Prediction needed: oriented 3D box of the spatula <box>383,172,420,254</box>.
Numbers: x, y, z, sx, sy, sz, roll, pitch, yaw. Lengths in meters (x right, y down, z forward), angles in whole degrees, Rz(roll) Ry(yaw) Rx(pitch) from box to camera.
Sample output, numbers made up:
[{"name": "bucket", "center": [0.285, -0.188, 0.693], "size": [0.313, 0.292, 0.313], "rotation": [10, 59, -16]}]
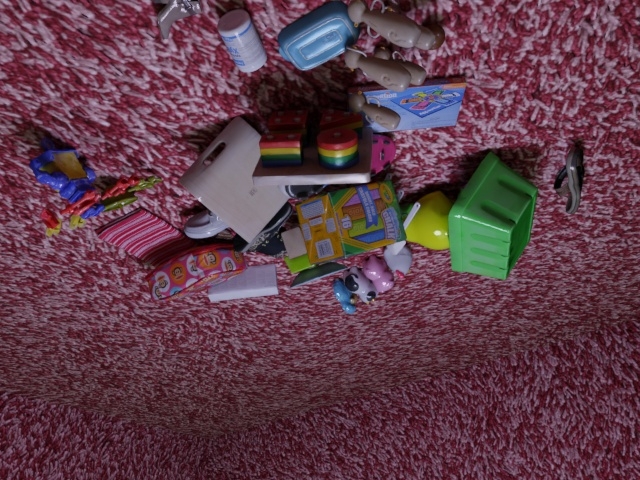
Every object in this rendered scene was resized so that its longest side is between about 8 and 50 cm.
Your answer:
[{"name": "spatula", "center": [0.210, -0.076, 1.661], "size": [0.019, 0.168, 0.242], "rotation": [-28, 157, -34]}]

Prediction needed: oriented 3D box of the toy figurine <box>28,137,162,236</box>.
[{"name": "toy figurine", "center": [-0.582, -0.173, 1.364], "size": [0.191, 0.217, 0.362], "rotation": [-35, -176, 16]}]

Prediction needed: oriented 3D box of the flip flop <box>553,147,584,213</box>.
[{"name": "flip flop", "center": [0.732, -0.177, 1.647], "size": [0.080, 0.112, 0.277], "rotation": [7, 158, 29]}]

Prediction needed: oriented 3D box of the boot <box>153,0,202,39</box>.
[{"name": "boot", "center": [-0.274, -0.445, 1.077], "size": [0.086, 0.042, 0.118], "rotation": [-6, 148, -6]}]

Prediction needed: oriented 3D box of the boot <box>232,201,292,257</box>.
[{"name": "boot", "center": [-0.136, -0.032, 1.717], "size": [0.236, 0.085, 0.178], "rotation": [-39, 148, 25]}]

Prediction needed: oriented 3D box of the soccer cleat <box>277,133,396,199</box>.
[{"name": "soccer cleat", "center": [0.032, -0.210, 1.434], "size": [0.331, 0.143, 0.116], "rotation": [-22, 126, -18]}]

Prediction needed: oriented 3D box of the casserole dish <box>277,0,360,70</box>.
[{"name": "casserole dish", "center": [-0.001, -0.422, 1.170], "size": [0.188, 0.037, 0.114], "rotation": [-22, 145, 21]}]

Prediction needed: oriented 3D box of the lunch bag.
[{"name": "lunch bag", "center": [-0.382, 0.104, 1.791], "size": [0.293, 0.120, 0.258], "rotation": [-24, 171, 25]}]

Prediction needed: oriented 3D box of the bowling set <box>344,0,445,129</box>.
[{"name": "bowling set", "center": [0.153, -0.399, 1.177], "size": [0.154, 0.200, 0.287], "rotation": [32, 146, 17]}]

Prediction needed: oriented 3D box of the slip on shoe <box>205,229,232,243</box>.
[{"name": "slip on shoe", "center": [-0.326, -0.024, 1.723], "size": [0.051, 0.041, 0.135], "rotation": [-44, 154, 20]}]

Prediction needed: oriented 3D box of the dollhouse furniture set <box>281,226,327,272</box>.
[{"name": "dollhouse furniture set", "center": [0.000, 0.000, 1.776], "size": [0.197, 0.151, 0.301], "rotation": [-20, 175, 11]}]

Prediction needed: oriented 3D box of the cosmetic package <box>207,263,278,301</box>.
[{"name": "cosmetic package", "center": [-0.270, 0.148, 1.945], "size": [0.238, 0.099, 0.060], "rotation": [-6, 147, -1]}]

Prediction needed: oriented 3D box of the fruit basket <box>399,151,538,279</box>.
[{"name": "fruit basket", "center": [0.424, -0.070, 1.666], "size": [0.392, 0.283, 0.392], "rotation": [34, 162, 12]}]

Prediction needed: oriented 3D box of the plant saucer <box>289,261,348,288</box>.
[{"name": "plant saucer", "center": [-0.010, 0.101, 1.724], "size": [0.194, 0.038, 0.195], "rotation": [-20, 175, -2]}]

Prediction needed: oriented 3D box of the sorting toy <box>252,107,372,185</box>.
[{"name": "sorting toy", "center": [-0.012, -0.227, 1.271], "size": [0.255, 0.257, 0.090], "rotation": [-1, 123, 7]}]

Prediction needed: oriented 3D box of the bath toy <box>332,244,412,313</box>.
[{"name": "bath toy", "center": [0.199, 0.139, 1.996], "size": [0.151, 0.129, 0.348], "rotation": [19, 138, -34]}]

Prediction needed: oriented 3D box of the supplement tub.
[{"name": "supplement tub", "center": [-0.159, -0.406, 1.132], "size": [0.070, 0.071, 0.107], "rotation": [-14, 146, 10]}]

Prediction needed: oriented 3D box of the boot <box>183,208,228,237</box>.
[{"name": "boot", "center": [-0.286, -0.097, 1.584], "size": [0.258, 0.095, 0.123], "rotation": [-19, 141, 3]}]

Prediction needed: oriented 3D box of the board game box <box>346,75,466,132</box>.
[{"name": "board game box", "center": [0.204, -0.328, 1.364], "size": [0.281, 0.027, 0.145], "rotation": [-5, 149, -3]}]

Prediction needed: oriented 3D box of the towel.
[{"name": "towel", "center": [-0.526, 0.004, 1.733], "size": [0.198, 0.031, 0.275], "rotation": [-23, 144, 21]}]

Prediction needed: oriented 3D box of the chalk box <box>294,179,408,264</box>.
[{"name": "chalk box", "center": [0.109, -0.058, 1.541], "size": [0.288, 0.179, 0.180], "rotation": [-16, -179, -35]}]

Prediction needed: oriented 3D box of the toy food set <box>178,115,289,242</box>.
[{"name": "toy food set", "center": [-0.200, -0.149, 1.455], "size": [0.220, 0.092, 0.306], "rotation": [-49, 143, -4]}]
